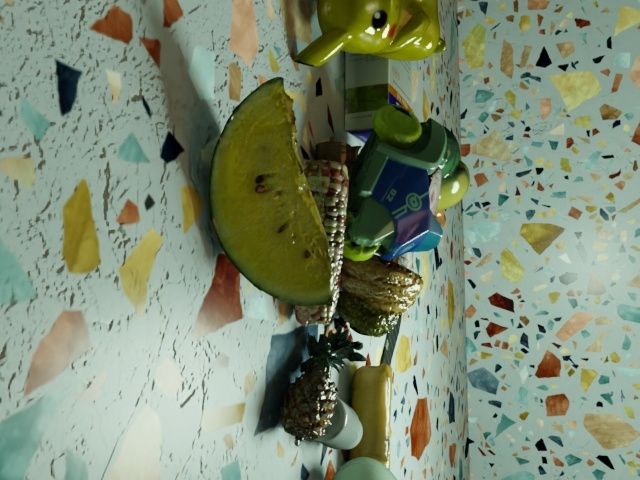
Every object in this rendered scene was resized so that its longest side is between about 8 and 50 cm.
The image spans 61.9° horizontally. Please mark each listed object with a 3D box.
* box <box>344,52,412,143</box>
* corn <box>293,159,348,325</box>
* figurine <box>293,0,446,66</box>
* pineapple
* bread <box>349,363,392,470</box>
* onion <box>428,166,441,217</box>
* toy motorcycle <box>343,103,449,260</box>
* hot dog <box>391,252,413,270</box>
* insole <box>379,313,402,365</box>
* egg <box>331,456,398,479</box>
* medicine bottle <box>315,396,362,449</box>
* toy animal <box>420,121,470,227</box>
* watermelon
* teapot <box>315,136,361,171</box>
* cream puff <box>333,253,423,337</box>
[{"bbox_3d":[0.137,-0.375,1.214,0.200,0.106,0.299,8,80,-66],"label":"box"},{"bbox_3d":[0.000,0.000,0.887,0.092,0.092,0.280,13,78,-67],"label":"corn"},{"bbox_3d":[0.093,-0.426,0.973,0.327,0.169,0.218,-13,95,-48],"label":"figurine"},{"bbox_3d":[0.002,0.234,0.868,0.221,0.103,0.083,-63,144,-47],"label":"pineapple"},{"bbox_3d":[0.107,0.412,1.126,0.142,0.091,0.305,69,22,-82],"label":"bread"},{"bbox_3d":[0.258,-0.106,1.460,0.218,0.140,0.195,32,63,-64],"label":"onion"},{"bbox_3d":[0.141,-0.081,1.020,0.191,0.200,0.326,122,-14,-54],"label":"toy motorcycle"},{"bbox_3d":[0.225,0.076,1.485,0.099,0.053,0.192,51,46,-55],"label":"hot dog"},{"bbox_3d":[0.198,0.258,1.464,0.309,0.012,0.110,-67,149,-46],"label":"insole"},{"bbox_3d":[0.085,0.526,0.954,0.183,0.183,0.264,10,73,-67],"label":"egg"},{"bbox_3d":[0.027,0.329,0.952,0.130,0.080,0.080,57,38,-54],"label":"medicine bottle"},{"bbox_3d":[0.355,-0.203,1.626,0.216,0.191,0.338,-68,148,-43],"label":"toy animal"},{"bbox_3d":[-0.064,-0.044,0.681,0.123,0.129,0.301,-53,131,-60],"label":"watermelon"},{"bbox_3d":[0.035,-0.149,1.001,0.110,0.085,0.080,41,51,-83],"label":"teapot"},{"bbox_3d":[0.095,0.112,1.063,0.169,0.183,0.183,-66,156,1],"label":"cream puff"}]
